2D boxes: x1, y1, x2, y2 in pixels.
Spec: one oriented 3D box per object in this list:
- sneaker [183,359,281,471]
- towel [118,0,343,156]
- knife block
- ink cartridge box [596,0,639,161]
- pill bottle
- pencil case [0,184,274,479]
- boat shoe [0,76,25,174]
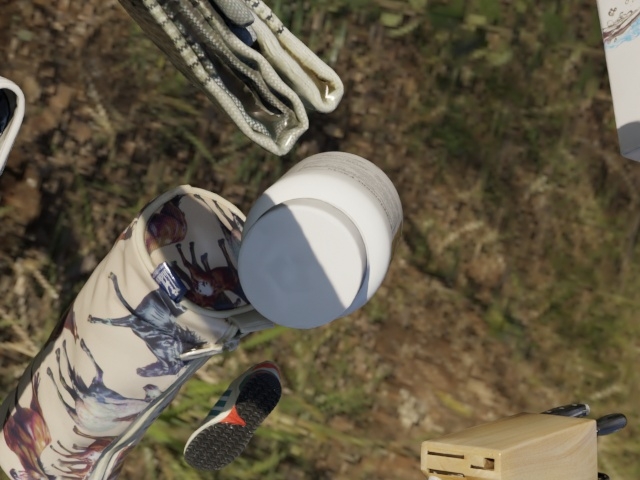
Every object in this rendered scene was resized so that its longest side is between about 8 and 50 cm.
[{"bbox_3d":[-0.101,0.208,1.580,0.161,0.057,0.075,-50,-171,16],"label":"sneaker"},{"bbox_3d":[-0.123,-0.189,0.664,0.056,0.324,0.312,-40,110,0],"label":"towel"},{"bbox_3d":[0.226,0.214,1.346,0.276,0.088,0.242,58,46,-36],"label":"knife block"},{"bbox_3d":[0.385,-0.210,1.189,0.198,0.197,0.270,11,67,-43],"label":"ink cartridge box"},{"bbox_3d":[0.000,0.000,1.157,0.229,0.131,0.131,-53,153,-76],"label":"pill bottle"},{"bbox_3d":[-0.213,0.134,1.444,0.159,0.184,0.410,6,138,-39],"label":"pencil case"},{"bbox_3d":[-0.342,-0.030,1.131,0.096,0.088,0.268,43,74,-30],"label":"boat shoe"}]
